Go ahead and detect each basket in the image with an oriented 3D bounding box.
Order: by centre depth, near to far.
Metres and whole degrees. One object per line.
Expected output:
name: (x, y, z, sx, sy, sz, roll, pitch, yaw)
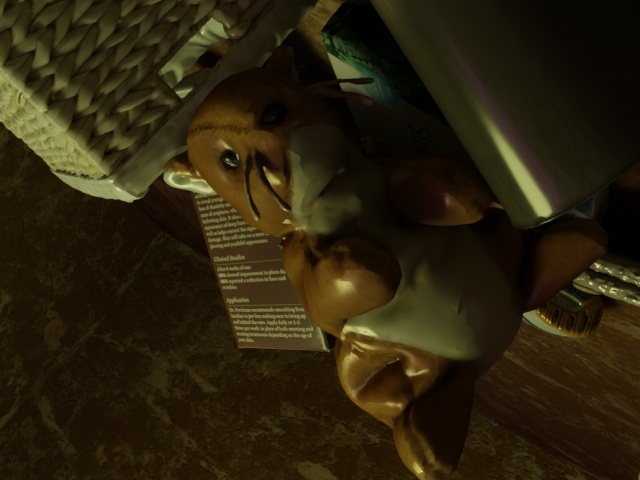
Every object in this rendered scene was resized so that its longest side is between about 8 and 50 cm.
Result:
basket: (0.143, -0.158, 0.498, 0.227, 0.204, 0.154, 46, 165, -7)
basket: (-0.245, -0.252, 0.783, 0.266, 0.328, 0.331, 46, 163, -26)

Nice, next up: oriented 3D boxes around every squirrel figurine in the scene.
squirrel figurine: (0.021, -0.015, 0.719, 0.370, 0.281, 0.397, 39, 178, -7)

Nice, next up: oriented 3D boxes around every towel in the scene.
towel: (0.331, 0.030, 0.784, 0.187, 0.049, 0.282, 9, -169, -46)

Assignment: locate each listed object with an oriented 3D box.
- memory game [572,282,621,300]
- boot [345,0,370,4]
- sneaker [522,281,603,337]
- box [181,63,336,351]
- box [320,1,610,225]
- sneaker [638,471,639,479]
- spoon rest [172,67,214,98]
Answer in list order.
memory game: (0.330, 0.046, 0.892, 0.186, 0.012, 0.186, 15, -171, -3)
boot: (-0.013, -0.296, 0.647, 0.158, 0.059, 0.084, 24, 162, 9)
sneaker: (0.278, 0.059, 1.038, 0.296, 0.111, 0.131, 37, 168, 0)
box: (-0.067, -0.040, 0.971, 0.191, 0.143, 0.381, -5, 107, 40)
box: (0.168, -0.132, 0.762, 0.322, 0.058, 0.232, 26, 164, 28)
sneaker: (0.560, 0.329, 1.056, 0.086, 0.226, 0.163, 17, 155, 32)
spoon rest: (-0.237, -0.250, 1.106, 0.277, 0.084, 0.137, 14, 172, -14)
